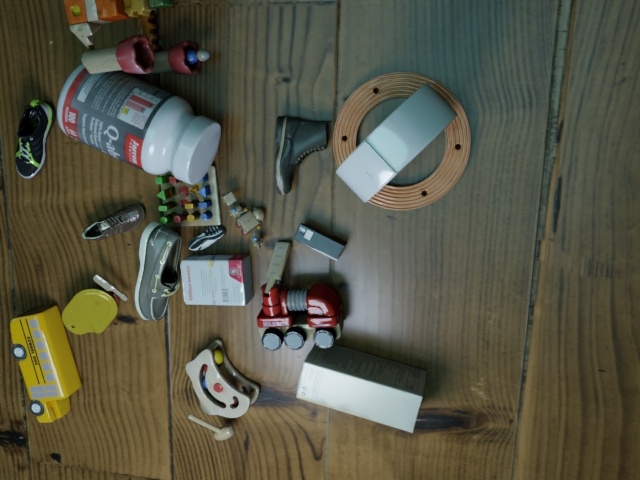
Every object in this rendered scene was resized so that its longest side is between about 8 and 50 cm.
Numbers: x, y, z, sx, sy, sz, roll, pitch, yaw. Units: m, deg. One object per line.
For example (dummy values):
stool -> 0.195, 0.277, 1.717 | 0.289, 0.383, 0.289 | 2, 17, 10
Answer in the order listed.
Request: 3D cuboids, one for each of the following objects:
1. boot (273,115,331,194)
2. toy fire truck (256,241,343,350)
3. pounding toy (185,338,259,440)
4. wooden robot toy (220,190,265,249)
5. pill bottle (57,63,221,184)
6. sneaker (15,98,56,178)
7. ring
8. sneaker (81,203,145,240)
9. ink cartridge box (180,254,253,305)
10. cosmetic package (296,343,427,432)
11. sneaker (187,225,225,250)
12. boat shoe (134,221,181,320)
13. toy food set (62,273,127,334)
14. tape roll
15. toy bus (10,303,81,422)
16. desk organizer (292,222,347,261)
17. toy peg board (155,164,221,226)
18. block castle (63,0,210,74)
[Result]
boot -> -0.044, -0.211, 1.655 | 0.137, 0.077, 0.197 | 3, 105, 7
toy fire truck -> -0.060, 0.140, 1.714 | 0.217, 0.158, 0.246 | -4, 112, 15
pounding toy -> -0.274, 0.423, 1.810 | 0.154, 0.155, 0.269 | -18, 98, 21
wooden robot toy -> -0.185, -0.064, 1.736 | 0.079, 0.076, 0.173 | -37, 93, -17
pill bottle -> -0.451, -0.292, 1.655 | 0.363, 0.210, 0.210 | 25, 107, 7
sneaker -> -0.806, -0.280, 1.800 | 0.084, 0.097, 0.234 | 23, 107, 7
ring -> 0.197, -0.241, 1.611 | 0.337, 0.032, 0.336 | 3, 103, 12
sneaker -> -0.573, -0.041, 1.816 | 0.189, 0.071, 0.066 | -25, 96, 18
ink cartridge box -> -0.279, 0.105, 1.780 | 0.175, 0.072, 0.127 | 0, 103, 13
cosmetic package -> 0.110, 0.373, 1.708 | 0.310, 0.160, 0.113 | 16, 107, 10
sneaker -> -0.306, -0.005, 1.783 | 0.109, 0.043, 0.040 | -25, 71, 3
boat shoe -> -0.433, 0.099, 1.776 | 0.091, 0.109, 0.304 | 19, 119, 15
toy food set -> -0.648, 0.179, 1.894 | 0.128, 0.071, 0.218 | 36, 112, -22
tape roll -> 0.167, -0.213, 1.458 | 0.286, 0.286, 0.100 | -43, 91, 18
toy bus -> -0.810, 0.367, 1.949 | 0.130, 0.108, 0.332 | -11, 100, 14
desk organizer -> 0.000, 0.000, 1.702 | 0.130, 0.050, 0.047 | 27, 107, 6
toy peg board -> -0.358, -0.112, 1.745 | 0.161, 0.079, 0.161 | -1, 103, 14
block castle -> -0.422, -0.614, 1.529 | 0.213, 0.303, 0.452 | -2, 102, 20
